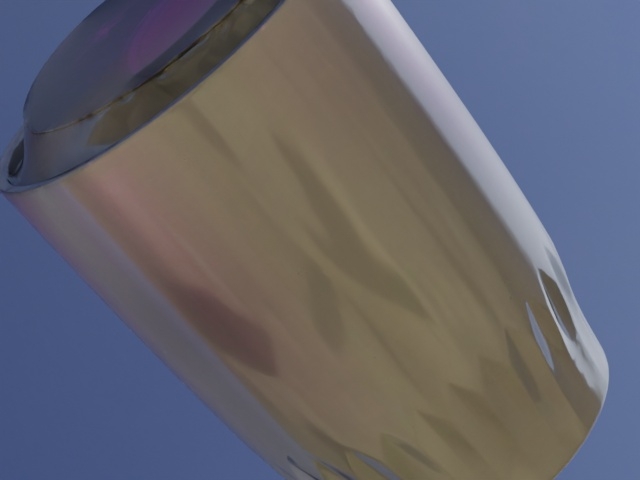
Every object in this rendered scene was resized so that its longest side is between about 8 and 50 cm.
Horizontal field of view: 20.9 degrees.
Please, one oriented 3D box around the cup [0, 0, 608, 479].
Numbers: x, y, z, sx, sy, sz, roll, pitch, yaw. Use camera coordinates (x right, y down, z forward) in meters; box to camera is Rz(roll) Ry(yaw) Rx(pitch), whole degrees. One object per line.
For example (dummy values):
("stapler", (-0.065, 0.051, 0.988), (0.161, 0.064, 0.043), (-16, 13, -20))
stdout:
("cup", (0.000, 0.000, 1.080), (0.253, 0.253, 0.371), (-42, -70, -6))
